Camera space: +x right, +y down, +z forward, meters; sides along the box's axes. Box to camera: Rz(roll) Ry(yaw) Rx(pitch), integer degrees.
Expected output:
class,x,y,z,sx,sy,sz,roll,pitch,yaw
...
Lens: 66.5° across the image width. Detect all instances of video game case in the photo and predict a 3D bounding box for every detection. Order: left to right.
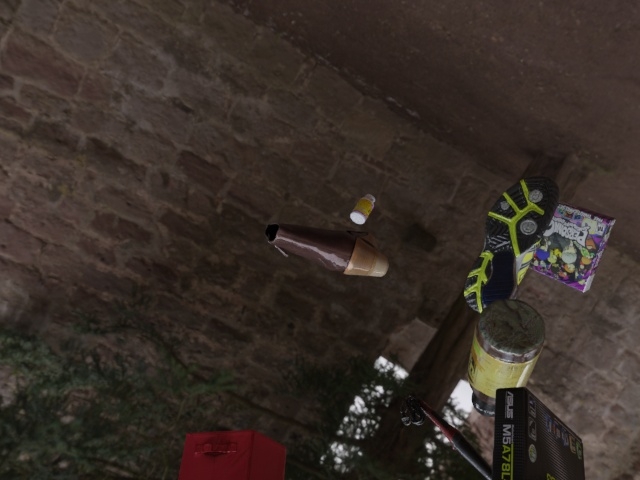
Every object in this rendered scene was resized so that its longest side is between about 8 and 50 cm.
class,x,y,z,sx,sy,sz,roll,pitch,yaw
video game case,0.648,-0.002,1.335,0.042,0.210,0.232,-15,-147,-39

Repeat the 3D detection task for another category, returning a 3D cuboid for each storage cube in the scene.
class,x,y,z,sx,sy,sz,roll,pitch,yaw
storage cube,-0.204,0.560,1.124,0.184,0.193,0.215,-10,145,18

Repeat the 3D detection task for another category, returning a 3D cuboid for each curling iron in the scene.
class,x,y,z,sx,sy,sz,roll,pitch,yaw
curling iron,0.266,0.414,0.998,0.274,0.068,0.035,32,154,46

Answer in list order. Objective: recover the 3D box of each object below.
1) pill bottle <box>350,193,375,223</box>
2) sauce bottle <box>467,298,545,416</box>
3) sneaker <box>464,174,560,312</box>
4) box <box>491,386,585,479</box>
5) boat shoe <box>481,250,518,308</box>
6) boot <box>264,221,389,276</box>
class,x,y,z,sx,sy,sz,roll,pitch,yaw
pill bottle,0.116,-0.086,1.309,0.043,0.083,0.043,23,147,16
sauce bottle,0.333,0.241,0.914,0.111,0.111,0.344,32,152,31
sneaker,0.498,0.007,1.288,0.145,0.384,0.147,32,-165,25
box,0.266,0.300,0.584,0.045,0.184,0.191,-20,130,39
boat shoe,0.386,0.101,1.023,0.066,0.183,0.066,-5,124,34
boot,0.000,0.000,0.900,0.207,0.090,0.248,19,-178,-12
